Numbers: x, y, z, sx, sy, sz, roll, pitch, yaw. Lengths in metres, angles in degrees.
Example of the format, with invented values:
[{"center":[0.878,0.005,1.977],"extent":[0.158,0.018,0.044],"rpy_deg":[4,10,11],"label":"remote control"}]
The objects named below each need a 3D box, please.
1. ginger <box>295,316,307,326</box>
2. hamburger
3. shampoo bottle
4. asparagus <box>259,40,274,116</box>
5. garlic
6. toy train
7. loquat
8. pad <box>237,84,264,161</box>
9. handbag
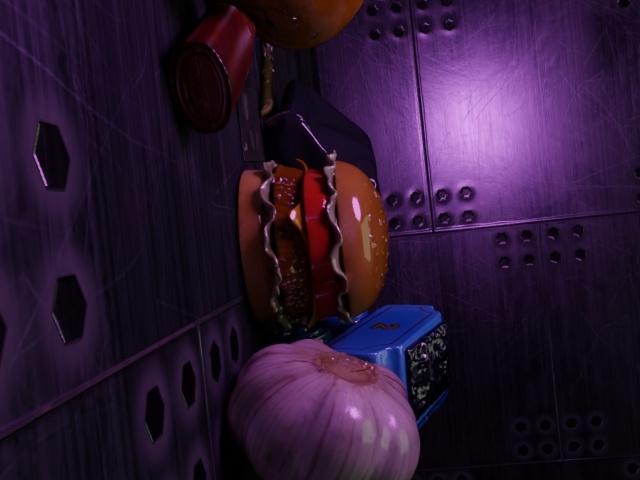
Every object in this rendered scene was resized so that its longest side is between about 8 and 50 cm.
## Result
[{"center":[0.004,0.181,1.394],"extent":[0.275,0.130,0.221],"rpy_deg":[-88,160,-48],"label":"ginger"},{"center":[0.000,0.000,1.049],"extent":[0.274,0.213,0.274],"rpy_deg":[-6,90,-84],"label":"hamburger"},{"center":[-0.120,-0.221,0.814],"extent":[0.260,0.065,0.102],"rpy_deg":[-87,169,-59],"label":"shampoo bottle"},{"center":[-0.102,-0.321,1.307],"extent":[0.034,0.027,0.235],"rpy_deg":[95,-6,-56],"label":"asparagus"},{"center":[-0.017,0.258,0.823],"extent":[0.253,0.245,0.245],"rpy_deg":[-64,177,6],"label":"garlic"},{"center":[0.070,0.211,1.130],"extent":[0.300,0.265,0.187],"rpy_deg":[-20,107,-61],"label":"toy train"},{"center":[-0.041,-0.392,0.963],"extent":[0.235,0.235,0.234],"rpy_deg":[-6,90,-85],"label":"loquat"},{"center":[-0.117,-0.196,1.143],"extent":[0.190,0.004,0.127],"rpy_deg":[-61,145,-82],"label":"pad"},{"center":[-0.021,-0.171,1.394],"extent":[0.275,0.178,0.301],"rpy_deg":[36,23,-18],"label":"handbag"}]
